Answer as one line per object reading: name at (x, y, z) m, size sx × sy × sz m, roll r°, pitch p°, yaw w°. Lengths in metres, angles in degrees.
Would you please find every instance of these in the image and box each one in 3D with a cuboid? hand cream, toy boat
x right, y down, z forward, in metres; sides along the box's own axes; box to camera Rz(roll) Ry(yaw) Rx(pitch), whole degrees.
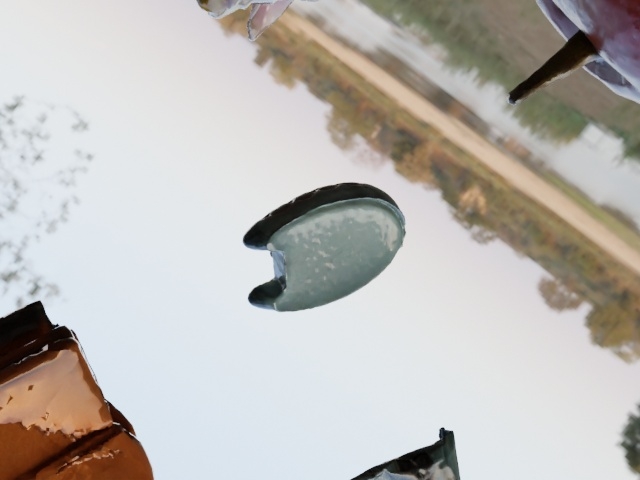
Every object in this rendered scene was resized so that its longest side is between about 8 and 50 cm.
hand cream at (0.000, 0.212, 0.839) m, size 0.248 × 0.075 × 0.052 m, roll -10°, pitch -149°, yaw -22°
toy boat at (0.000, 0.000, 1.183) m, size 0.079 × 0.208 × 0.134 m, roll 31°, pitch 135°, yaw 49°

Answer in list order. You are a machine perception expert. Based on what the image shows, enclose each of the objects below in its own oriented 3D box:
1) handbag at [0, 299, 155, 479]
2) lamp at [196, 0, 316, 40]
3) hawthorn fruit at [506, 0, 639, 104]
handbag at (-0.207, 0.280, 0.676) m, size 0.116 × 0.304 × 0.410 m, roll 17°, pitch 132°, yaw 63°
lamp at (0.003, -0.153, 0.391) m, size 0.118 × 0.253 × 0.118 m, roll 46°, pitch 165°, yaw 16°
hawthorn fruit at (0.258, -0.206, 0.741) m, size 0.287 × 0.330 × 0.287 m, roll 47°, pitch -178°, yaw -2°
